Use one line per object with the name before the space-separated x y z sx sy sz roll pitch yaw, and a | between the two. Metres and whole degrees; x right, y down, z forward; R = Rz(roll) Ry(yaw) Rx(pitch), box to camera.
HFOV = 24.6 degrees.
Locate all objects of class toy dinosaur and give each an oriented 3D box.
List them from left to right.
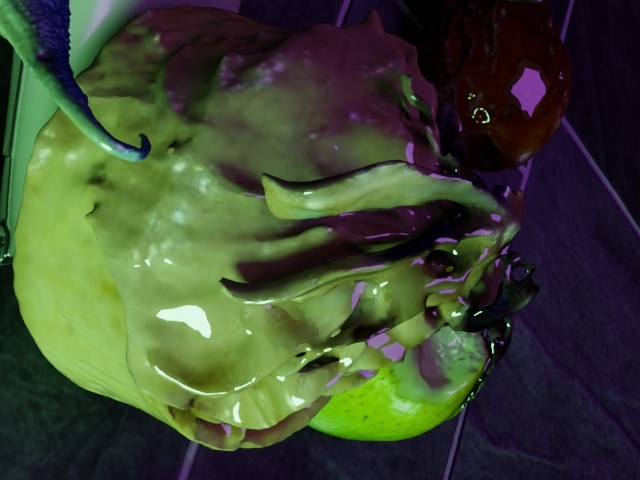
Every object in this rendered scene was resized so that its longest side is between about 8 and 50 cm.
toy dinosaur | -0.220 -0.180 0.965 0.147 0.363 0.076 -9 140 -20

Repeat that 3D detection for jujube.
jujube | 0.179 -0.190 1.541 0.168 0.168 0.236 38 51 -48

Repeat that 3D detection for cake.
cake | -0.003 0.009 1.033 0.332 0.321 0.332 -28 127 -44

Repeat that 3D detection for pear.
pear | 0.042 0.035 1.345 0.292 0.159 0.292 2 87 -52

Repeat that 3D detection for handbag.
handbag | -0.146 -0.063 1.123 0.241 0.109 0.315 0 93 -54

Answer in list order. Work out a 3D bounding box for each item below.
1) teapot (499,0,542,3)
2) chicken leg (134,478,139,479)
teapot | 0.166 -0.353 1.474 0.183 0.269 0.173 -36 162 -11
chicken leg | -0.148 0.292 1.143 0.322 0.083 0.177 -33 107 -53
